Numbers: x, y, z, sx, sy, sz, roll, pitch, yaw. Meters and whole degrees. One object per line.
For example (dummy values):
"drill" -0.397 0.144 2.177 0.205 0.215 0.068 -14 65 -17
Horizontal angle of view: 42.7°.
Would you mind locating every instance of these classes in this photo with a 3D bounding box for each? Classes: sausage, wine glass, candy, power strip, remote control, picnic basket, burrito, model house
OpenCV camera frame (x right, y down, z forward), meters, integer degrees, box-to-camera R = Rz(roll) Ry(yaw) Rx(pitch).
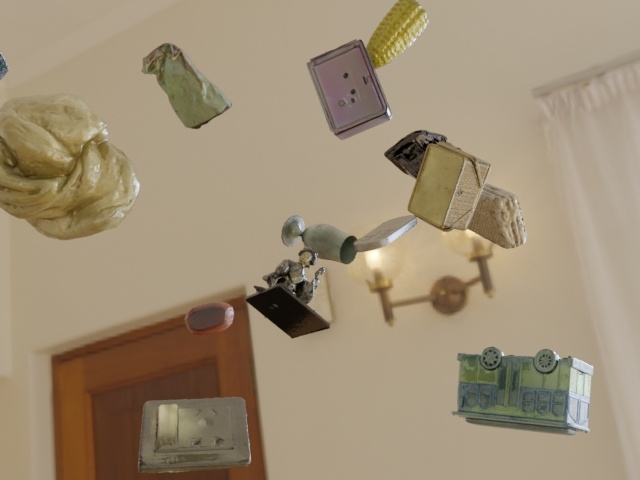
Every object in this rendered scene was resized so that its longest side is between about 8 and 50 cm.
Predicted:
"sausage" -0.210 0.148 1.556 0.094 0.059 0.054 -13 0 2
"wine glass" 0.000 0.000 2.120 0.202 0.092 0.093 18 2 39
"candy" 0.176 -0.505 2.031 0.199 0.094 0.106 -49 -34 -13
"power strip" -0.300 0.472 1.942 0.251 0.257 0.092 5 -64 -11
"remote control" 0.139 -0.017 1.719 0.077 0.022 0.245 -8 11 27
"picnic basket" 0.257 -0.107 1.645 0.080 0.164 0.115 6 20 -40
"burrito" -0.346 -0.403 2.103 0.144 0.089 0.229 -26 -62 21
"model house" 0.268 -0.190 1.957 0.165 0.152 0.106 -38 -45 -5

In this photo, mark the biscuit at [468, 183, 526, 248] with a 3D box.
"biscuit" 0.422 -0.093 2.187 0.079 0.143 0.426 -20 18 -8

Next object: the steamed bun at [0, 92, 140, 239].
"steamed bun" -0.620 -0.166 1.886 0.325 0.372 0.230 -25 12 11

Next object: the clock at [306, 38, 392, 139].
"clock" 0.066 -0.345 1.886 0.145 0.193 0.073 -21 -12 11

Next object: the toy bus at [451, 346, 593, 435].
"toy bus" 0.492 0.368 2.006 0.312 0.190 0.152 -3 -17 38

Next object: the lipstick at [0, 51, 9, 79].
"lipstick" -0.734 -0.363 1.532 0.312 0.051 0.051 19 -28 14

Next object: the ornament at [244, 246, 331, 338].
"ornament" -0.044 0.086 1.835 0.166 0.196 0.153 41 -36 -19
